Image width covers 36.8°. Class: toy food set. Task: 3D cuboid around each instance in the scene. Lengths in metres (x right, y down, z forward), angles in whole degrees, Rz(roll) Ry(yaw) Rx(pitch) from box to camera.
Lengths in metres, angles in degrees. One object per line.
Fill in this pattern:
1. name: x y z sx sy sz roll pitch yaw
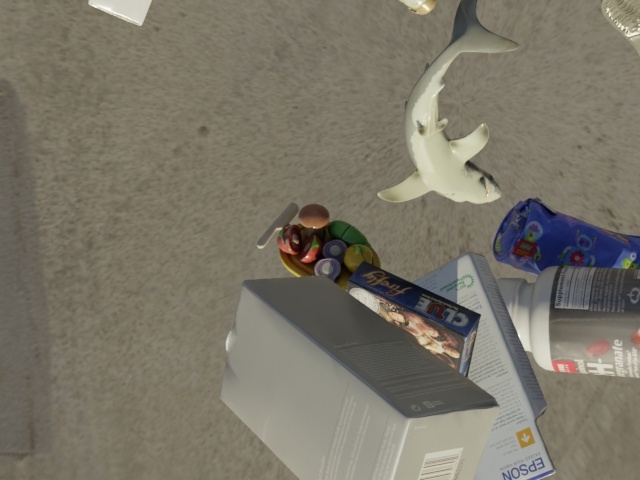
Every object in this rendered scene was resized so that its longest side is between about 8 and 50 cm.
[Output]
1. toy food set: 0.000 0.000 1.570 0.218 0.128 0.071 31 146 23

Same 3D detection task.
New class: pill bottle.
1. pill bottle: 0.445 0.131 1.577 0.319 0.176 0.176 2 99 24

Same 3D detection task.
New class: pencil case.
1. pencil case: 0.465 0.019 1.730 0.306 0.119 0.133 19 104 -8

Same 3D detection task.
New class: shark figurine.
1. shark figurine: 0.132 -0.156 1.144 0.166 0.116 0.278 -13 132 -6

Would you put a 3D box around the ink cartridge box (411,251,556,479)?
1. ink cartridge box: 0.156 0.233 1.403 0.324 0.071 0.330 -31 66 30

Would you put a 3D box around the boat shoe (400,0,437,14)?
1. boat shoe: 0.112 -0.281 1.093 0.045 0.135 0.050 45 114 -10

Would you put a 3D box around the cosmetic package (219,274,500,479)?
1. cosmetic package: 0.020 0.133 0.811 0.107 0.238 0.127 -2 116 -35

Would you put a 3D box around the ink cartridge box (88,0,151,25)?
1. ink cartridge box: -0.288 -0.424 1.471 0.087 0.208 0.153 20 105 -18

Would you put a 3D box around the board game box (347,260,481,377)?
1. board game box: 0.111 0.149 1.251 0.165 0.042 0.243 24 142 20

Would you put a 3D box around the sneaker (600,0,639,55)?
1. sneaker: 0.453 -0.292 1.265 0.083 0.118 0.222 -20 130 41
